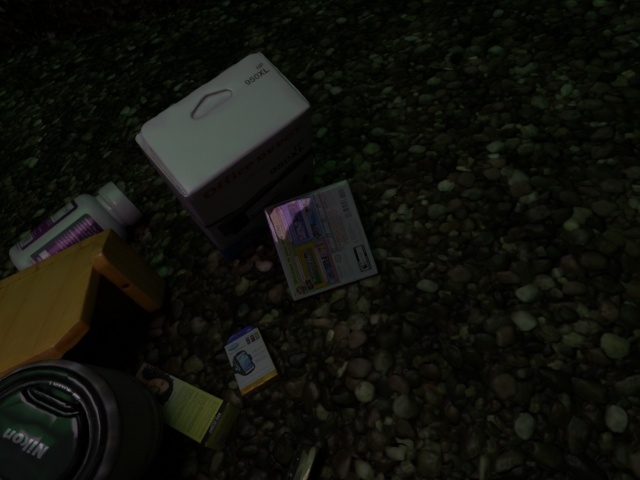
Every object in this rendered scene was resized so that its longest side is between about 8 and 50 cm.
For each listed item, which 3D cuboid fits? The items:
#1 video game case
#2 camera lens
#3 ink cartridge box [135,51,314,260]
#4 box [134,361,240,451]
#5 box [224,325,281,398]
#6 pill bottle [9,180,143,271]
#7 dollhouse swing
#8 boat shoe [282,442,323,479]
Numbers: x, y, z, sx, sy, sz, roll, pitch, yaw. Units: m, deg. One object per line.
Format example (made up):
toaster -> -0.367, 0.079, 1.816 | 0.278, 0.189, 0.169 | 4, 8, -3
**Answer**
video game case -> 0.000, 0.000, 1.000 | 0.193, 0.023, 0.213 | -19, 89, 5
camera lens -> -0.387, 0.310, 0.732 | 0.219, 0.274, 0.220 | 0, 70, -1
ink cartridge box -> -0.169, -0.151, 0.993 | 0.285, 0.395, 0.166 | -40, 76, -11
box -> -0.277, 0.323, 0.911 | 0.232, 0.058, 0.088 | 13, 61, 26
box -> -0.141, 0.241, 0.945 | 0.081, 0.028, 0.136 | -30, 48, -4
pill bottle -> -0.624, -0.012, 1.214 | 0.301, 0.169, 0.169 | -43, 53, -14
dollhouse swing -> -0.510, 0.199, 0.920 | 0.346, 0.315, 0.305 | -26, 51, -1
boat shoe -> -0.044, 0.413, 0.768 | 0.049, 0.056, 0.152 | 7, 48, 30
